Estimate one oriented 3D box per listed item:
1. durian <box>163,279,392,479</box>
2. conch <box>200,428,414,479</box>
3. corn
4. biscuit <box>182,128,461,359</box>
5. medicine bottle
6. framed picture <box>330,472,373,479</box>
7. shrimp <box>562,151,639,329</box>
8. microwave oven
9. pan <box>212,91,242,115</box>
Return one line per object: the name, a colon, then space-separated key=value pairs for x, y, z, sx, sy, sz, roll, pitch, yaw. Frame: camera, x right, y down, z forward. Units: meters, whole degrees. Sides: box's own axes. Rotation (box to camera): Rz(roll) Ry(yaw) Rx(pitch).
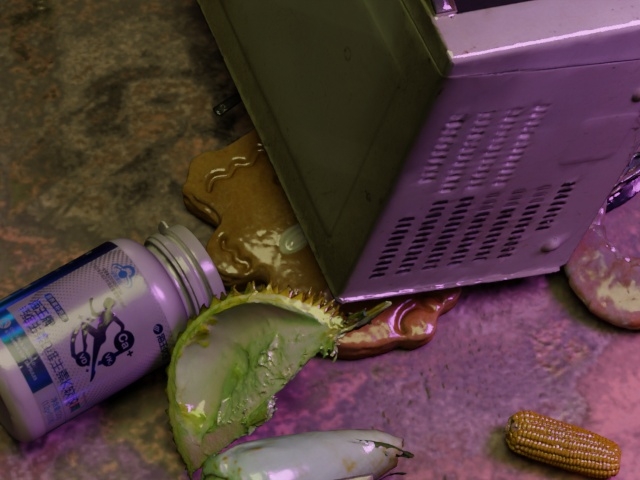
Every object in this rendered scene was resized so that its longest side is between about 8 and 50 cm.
durian: x=-0.041 y=0.086 z=1.455 sx=0.215 sy=0.086 sz=0.100 roll=-44 pitch=59 yaw=21
conch: x=-0.019 y=0.180 z=1.441 sx=0.170 sy=0.106 sz=0.079 roll=-11 pitch=90 yaw=-27
corn: x=0.187 y=0.158 z=1.489 sx=0.092 sy=0.037 sz=0.037 roll=18 pitch=59 yaw=4
biscuit: x=0.000 y=-0.001 z=1.579 sx=0.184 sy=0.035 sz=0.249 roll=-30 pitch=65 yaw=-19
medicine bottle: x=-0.172 y=0.066 z=1.487 sx=0.191 sy=0.107 sz=0.107 roll=-30 pitch=64 yaw=-19
framed picture: x=-0.043 y=0.248 z=1.381 sx=0.183 sy=0.142 sz=0.011 roll=-9 pitch=15 yaw=-8
shrimp: x=0.302 y=-0.006 z=1.588 sx=0.219 sy=0.046 sz=0.152 roll=-10 pitch=63 yaw=-5
microwave oven: x=0.088 y=-0.206 z=1.515 sx=0.247 sy=0.333 sz=0.394 roll=-8 pitch=55 yaw=-25
pan: x=-0.048 y=-0.133 z=1.662 sx=0.115 sy=0.023 sz=0.068 roll=-34 pitch=67 yaw=-24
